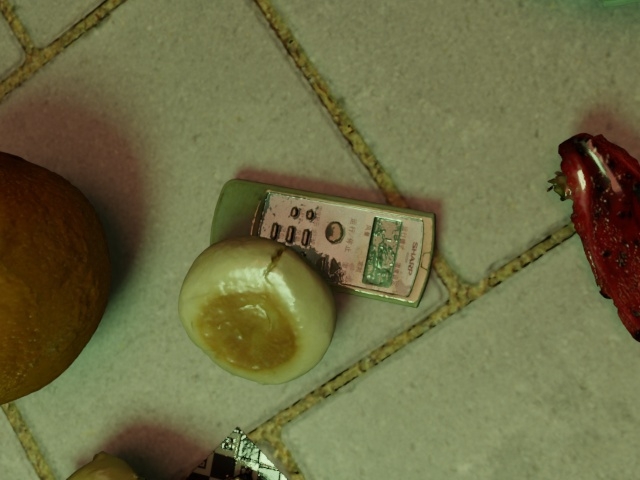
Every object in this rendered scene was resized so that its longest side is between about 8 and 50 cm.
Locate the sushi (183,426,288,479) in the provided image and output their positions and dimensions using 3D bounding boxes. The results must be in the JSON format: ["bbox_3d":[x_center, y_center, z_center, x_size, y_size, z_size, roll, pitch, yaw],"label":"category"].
[{"bbox_3d":[-0.087,0.282,0.721,0.120,0.026,0.126,-46,80,5],"label":"sushi"}]

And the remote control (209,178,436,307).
[{"bbox_3d":[0.000,0.000,0.713,0.233,0.038,0.098,11,90,11],"label":"remote control"}]

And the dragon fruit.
[{"bbox_3d":[0.269,-0.007,0.621,0.092,0.122,0.192,-34,83,23],"label":"dragon fruit"}]

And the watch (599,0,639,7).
[{"bbox_3d":[0.251,-0.334,0.607,0.241,0.161,0.254,-3,105,32],"label":"watch"}]

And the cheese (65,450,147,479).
[{"bbox_3d":[-0.195,0.359,0.655,0.259,0.128,0.316,-34,56,20],"label":"cheese"}]

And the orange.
[{"bbox_3d":[-0.340,0.042,0.677,0.264,0.264,0.265,-1,87,12],"label":"orange"}]

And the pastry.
[{"bbox_3d":[-0.057,0.064,0.672,0.156,0.092,0.157,7,125,11],"label":"pastry"}]
